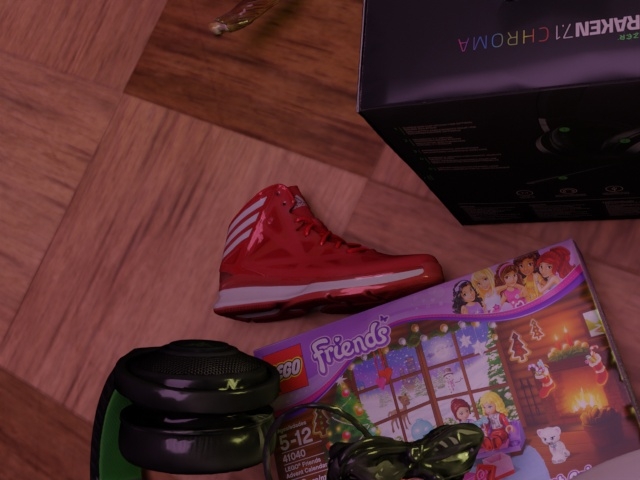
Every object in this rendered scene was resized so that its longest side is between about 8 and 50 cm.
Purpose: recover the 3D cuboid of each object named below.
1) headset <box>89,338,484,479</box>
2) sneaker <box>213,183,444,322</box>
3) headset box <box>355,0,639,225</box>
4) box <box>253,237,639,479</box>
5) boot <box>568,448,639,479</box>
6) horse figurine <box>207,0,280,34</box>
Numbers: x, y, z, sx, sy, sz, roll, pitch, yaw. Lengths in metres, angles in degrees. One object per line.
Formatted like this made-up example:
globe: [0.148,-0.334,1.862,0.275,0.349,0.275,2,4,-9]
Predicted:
headset: [-0.062,0.189,0.675,0.394,0.185,0.243,-29,67,52]
sneaker: [0.000,0.000,0.771,0.221,0.087,0.128,-7,73,22]
headset box: [0.183,-0.113,0.606,0.246,0.283,0.131,-2,74,25]
box: [0.099,0.143,0.695,0.293,0.057,0.201,-22,66,18]
boot: [0.250,0.191,0.466,0.244,0.088,0.176,-25,64,31]
horse figurine: [-0.076,-0.335,0.921,0.174,0.066,0.263,-26,63,22]
